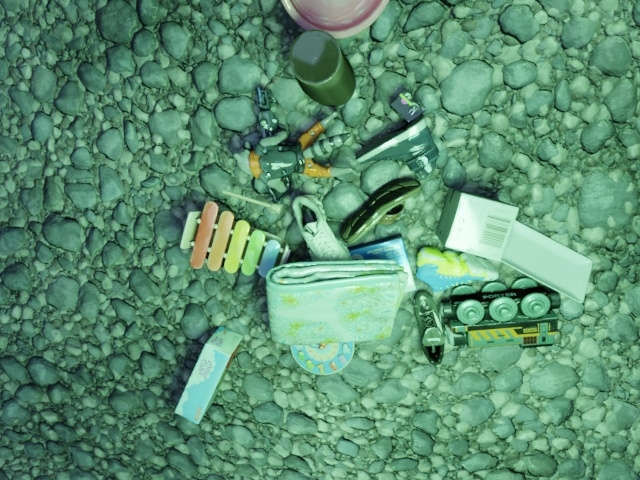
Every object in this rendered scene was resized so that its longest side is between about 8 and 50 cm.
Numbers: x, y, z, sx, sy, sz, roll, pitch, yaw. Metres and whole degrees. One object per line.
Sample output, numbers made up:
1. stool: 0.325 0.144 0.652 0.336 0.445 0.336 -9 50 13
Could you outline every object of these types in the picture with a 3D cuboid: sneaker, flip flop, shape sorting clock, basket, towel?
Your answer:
1. sneaker: 0.333 0.270 1.312 0.078 0.106 0.234 -10 99 8
2. flip flop: 0.180 -0.079 1.276 0.277 0.112 0.080 -42 119 10
3. shape sorting clock: 0.005 0.338 1.397 0.206 0.040 0.206 1 100 7
4. basket: -0.002 -0.462 1.156 0.154 0.227 0.204 -44 92 12
5. sneaker: 0.226 -0.229 1.244 0.226 0.086 0.163 -21 117 31
6. sneaker: 0.395 0.099 1.296 0.240 0.091 0.126 16 120 3
7. sneaker: 0.000 0.000 1.237 0.110 0.118 0.292 -31 84 5
8. towel: 0.039 0.187 1.227 0.374 0.090 0.320 -2 136 -4

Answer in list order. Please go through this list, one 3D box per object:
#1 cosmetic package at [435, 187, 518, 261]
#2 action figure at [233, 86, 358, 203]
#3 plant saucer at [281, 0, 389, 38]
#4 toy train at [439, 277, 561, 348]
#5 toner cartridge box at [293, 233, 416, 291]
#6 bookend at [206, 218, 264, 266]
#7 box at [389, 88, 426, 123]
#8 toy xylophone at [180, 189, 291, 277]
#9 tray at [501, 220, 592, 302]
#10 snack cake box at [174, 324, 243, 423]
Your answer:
1. cosmetic package: 0.422 -0.051 1.203 0.151 0.184 0.151 15 102 3
2. action figure: -0.091 -0.281 1.231 0.330 0.178 0.341 -16 101 -1
3. plant saucer: 0.037 -0.703 1.118 0.332 0.084 0.332 -10 128 -13
4. toy train: 0.522 0.226 1.273 0.334 0.142 0.190 -8 109 8
5. toner cartridge box: 0.099 0.106 1.326 0.348 0.075 0.165 -16 98 9
6. bookend: -0.272 0.041 1.360 0.156 0.072 0.157 43 103 -3
7. box: 0.247 -0.374 1.232 0.083 0.052 0.062 42 102 -3
8. toy xylophone: -0.237 -0.015 1.265 0.322 0.081 0.236 11 101 5
9. tray: 0.640 0.060 1.252 0.270 0.030 0.145 28 70 1
10. snack cake box: -0.355 0.427 1.400 0.089 0.152 0.264 26 102 2
